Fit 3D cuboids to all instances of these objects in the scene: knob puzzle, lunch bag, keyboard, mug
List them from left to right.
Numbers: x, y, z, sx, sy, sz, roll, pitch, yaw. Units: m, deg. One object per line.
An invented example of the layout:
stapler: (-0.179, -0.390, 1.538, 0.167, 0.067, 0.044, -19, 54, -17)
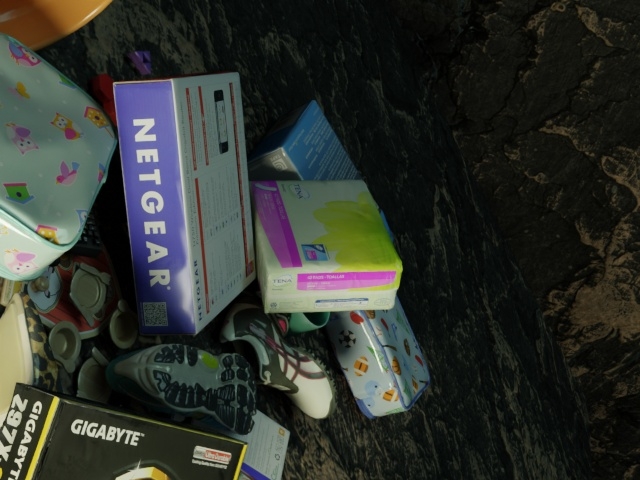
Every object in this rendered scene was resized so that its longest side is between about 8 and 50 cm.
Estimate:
lunch bag: (-0.367, -0.105, 1.029, 0.224, 0.108, 0.279, 35, 34, -25)
keyboard: (-0.349, -0.016, 1.088, 0.180, 0.023, 0.108, 12, 55, -47)
knob puzzle: (-0.319, 0.043, 1.149, 0.213, 0.030, 0.213, 44, 36, -44)
mug: (-0.051, 0.103, 1.567, 0.157, 0.097, 0.130, -3, 75, -65)
lunch bag: (0.118, 0.209, 1.820, 0.304, 0.114, 0.243, 69, 23, -3)

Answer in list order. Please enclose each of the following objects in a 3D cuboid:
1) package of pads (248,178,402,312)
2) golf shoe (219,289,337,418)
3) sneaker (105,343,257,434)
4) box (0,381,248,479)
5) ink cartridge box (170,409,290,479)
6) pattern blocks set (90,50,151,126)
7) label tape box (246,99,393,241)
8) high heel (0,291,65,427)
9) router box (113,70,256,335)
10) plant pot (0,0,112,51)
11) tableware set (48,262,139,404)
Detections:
package of pads: (0.000, 0.000, 1.483, 0.297, 0.229, 0.101, -110, -157, -54)
golf shoe: (-0.076, 0.211, 1.471, 0.273, 0.105, 0.120, 56, 46, -19)
sneaker: (-0.176, 0.198, 1.204, 0.275, 0.109, 0.107, 38, 51, -52)
box: (-0.233, 0.315, 0.967, 0.322, 0.079, 0.257, 33, 72, -53)
ink cartridge box: (-0.145, 0.312, 1.273, 0.208, 0.045, 0.206, 40, 36, -23)
pattern blocks set: (-0.236, -0.158, 1.453, 0.325, 0.026, 0.285, 62, 27, -19)
label tape box: (0.005, -0.073, 1.761, 0.348, 0.115, 0.249, 59, 27, -19)
high heel: (-0.294, 0.189, 1.016, 0.186, 0.093, 0.261, 5, 82, -59)
router box: (-0.181, -0.069, 1.263, 0.301, 0.082, 0.336, -46, 133, -74)
plant pot: (-0.387, -0.379, 1.046, 0.204, 0.291, 0.291, 56, 24, 7)
tableware set: (-0.288, 0.122, 1.127, 0.141, 0.020, 0.169, 56, 40, -42)
